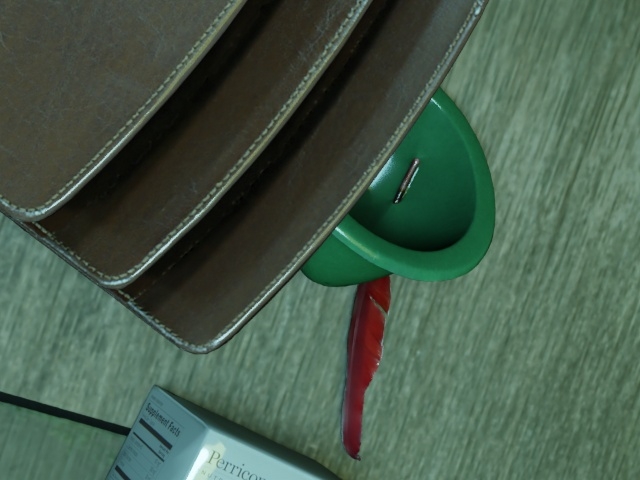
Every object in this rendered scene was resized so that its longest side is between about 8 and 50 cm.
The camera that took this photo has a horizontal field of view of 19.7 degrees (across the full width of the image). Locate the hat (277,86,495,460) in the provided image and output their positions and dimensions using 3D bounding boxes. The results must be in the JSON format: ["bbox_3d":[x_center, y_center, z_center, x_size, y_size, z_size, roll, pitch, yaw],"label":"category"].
[{"bbox_3d":[0.000,0.000,1.242,0.173,0.183,0.208,18,50,-27],"label":"hat"}]

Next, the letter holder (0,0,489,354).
[{"bbox_3d":[-0.063,-0.111,1.082,0.214,0.152,0.302,36,84,17],"label":"letter holder"}]

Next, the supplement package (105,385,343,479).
[{"bbox_3d":[-0.089,0.238,1.184,0.139,0.134,0.244,27,88,-22],"label":"supplement package"}]
